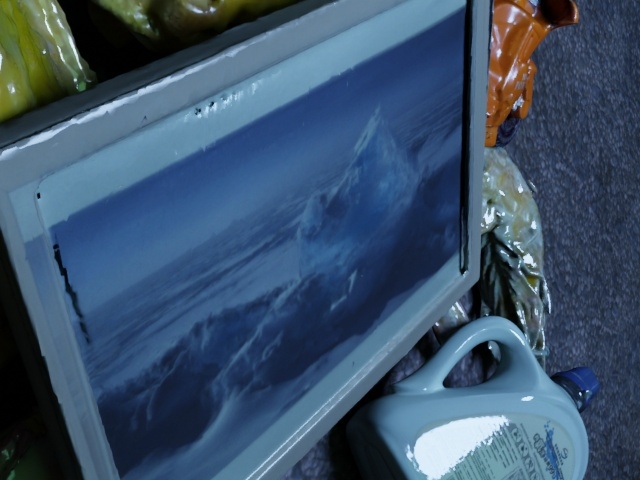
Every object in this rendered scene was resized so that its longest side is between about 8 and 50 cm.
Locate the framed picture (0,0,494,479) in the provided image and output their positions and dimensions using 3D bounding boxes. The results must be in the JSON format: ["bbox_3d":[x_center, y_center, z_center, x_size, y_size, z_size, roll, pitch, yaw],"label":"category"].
[{"bbox_3d":[0.000,0.000,0.563,0.446,0.028,0.326,-37,133,-40],"label":"framed picture"}]

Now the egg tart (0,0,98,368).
[{"bbox_3d":[-0.230,-0.048,0.378,0.319,0.128,0.318,-8,102,-38],"label":"egg tart"}]

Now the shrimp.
[{"bbox_3d":[0.180,0.036,0.926,0.247,0.085,0.360,-24,101,-43],"label":"shrimp"}]

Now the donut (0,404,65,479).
[{"bbox_3d":[-0.163,0.182,0.527,0.175,0.068,0.174,1,89,-52],"label":"donut"}]

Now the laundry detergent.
[{"bbox_3d":[0.178,0.192,0.834,0.280,0.105,0.214,-30,95,-28],"label":"laundry detergent"}]

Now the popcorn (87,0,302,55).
[{"bbox_3d":[-0.066,-0.233,0.566,0.191,0.190,0.253,43,61,-31],"label":"popcorn"}]

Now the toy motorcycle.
[{"bbox_3d":[0.149,-0.198,0.811,0.326,0.148,0.221,-12,112,-54],"label":"toy motorcycle"}]
